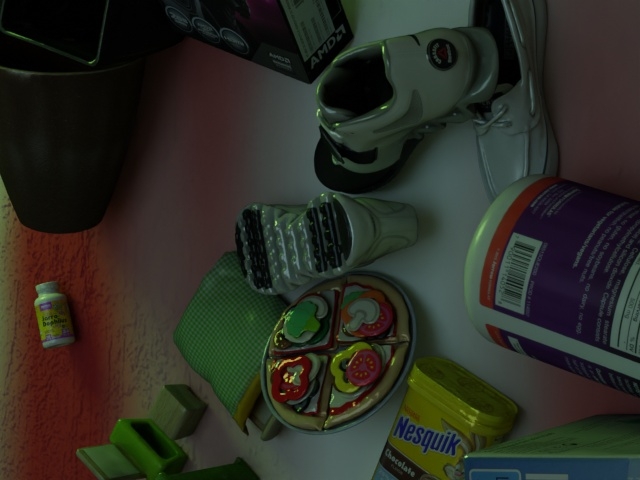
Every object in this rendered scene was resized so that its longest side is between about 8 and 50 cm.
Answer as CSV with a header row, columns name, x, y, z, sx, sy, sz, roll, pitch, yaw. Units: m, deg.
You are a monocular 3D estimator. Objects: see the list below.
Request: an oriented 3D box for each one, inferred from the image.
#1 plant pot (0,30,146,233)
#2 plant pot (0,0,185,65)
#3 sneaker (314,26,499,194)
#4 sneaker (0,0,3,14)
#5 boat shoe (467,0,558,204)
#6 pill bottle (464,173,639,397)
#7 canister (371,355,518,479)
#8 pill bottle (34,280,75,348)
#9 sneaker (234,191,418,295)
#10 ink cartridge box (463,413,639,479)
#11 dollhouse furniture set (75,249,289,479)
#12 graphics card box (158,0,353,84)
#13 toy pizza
name,x,y,z,sx,sy,sz,roll,pitch,yaw
plant pot,-0.323,-0.133,2.181,0.215,0.215,0.230,21,119,36
plant pot,-0.252,-0.316,2.116,0.187,0.167,0.188,23,105,39
sneaker,0.043,-0.144,1.867,0.330,0.146,0.122,-40,54,56
sneaker,-0.411,-0.436,2.260,0.148,0.131,0.350,-6,89,43
boat shoe,0.186,-0.147,1.835,0.095,0.084,0.258,-7,88,38
pill bottle,0.310,0.057,1.687,0.323,0.181,0.181,20,104,35
canister,0.129,0.230,1.909,0.126,0.073,0.169,33,113,33
pill bottle,-0.350,0.097,2.296,0.043,0.043,0.083,-19,81,37
sneaker,0.000,0.000,1.982,0.292,0.118,0.110,-5,94,58
ink cartridge box,0.366,0.245,1.596,0.396,0.270,0.151,-7,90,39
dollhouse furniture set,-0.153,0.185,2.077,0.197,0.151,0.301,42,116,29
graphics card box,-0.119,-0.353,1.916,0.233,0.371,0.094,25,64,33
toy pizza,0.015,0.120,1.953,0.201,0.032,0.201,-18,53,25
